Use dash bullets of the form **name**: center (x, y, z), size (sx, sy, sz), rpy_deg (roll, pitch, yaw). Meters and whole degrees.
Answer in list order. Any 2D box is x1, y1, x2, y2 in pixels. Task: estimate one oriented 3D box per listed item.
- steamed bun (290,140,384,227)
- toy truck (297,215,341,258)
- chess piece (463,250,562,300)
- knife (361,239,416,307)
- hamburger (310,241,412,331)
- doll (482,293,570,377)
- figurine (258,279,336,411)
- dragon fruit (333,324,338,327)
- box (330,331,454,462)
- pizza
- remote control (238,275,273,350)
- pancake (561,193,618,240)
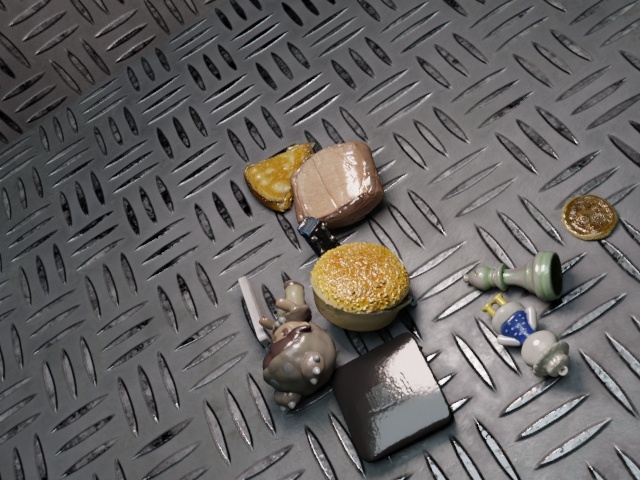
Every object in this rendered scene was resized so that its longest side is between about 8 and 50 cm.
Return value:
- **steamed bun**: center (0.062, -0.165, 2.226), size (0.301, 0.199, 0.251), rpy_deg (-25, 70, 19)
- **toy truck**: center (0.000, 0.000, 2.134), size (0.088, 0.201, 0.074), rpy_deg (26, 73, 38)
- **chess piece**: center (0.532, 0.103, 1.904), size (0.272, 0.139, 0.139), rpy_deg (-3, 58, 33)
- **knife**: center (0.210, 0.097, 2.101), size (0.044, 0.019, 0.313), rpy_deg (-33, 52, -9)
- **hamburger**: center (0.114, 0.126, 1.966), size (0.302, 0.170, 0.302), rpy_deg (7, 35, -5)
- **doll**: center (0.554, 0.256, 1.800), size (0.138, 0.119, 0.293), rpy_deg (-44, 47, 3)
- **figurine**: center (-0.070, 0.298, 1.986), size (0.248, 0.203, 0.380), rpy_deg (-50, 33, 33)
- **dragon fruit**: center (0.069, 0.225, 2.043), size (0.112, 0.126, 0.068), rpy_deg (18, 112, 25)
- **box**: center (0.192, 0.433, 1.863), size (0.289, 0.073, 0.290), rpy_deg (-29, 53, 5)
- **pizza**: center (-0.159, -0.246, 2.436), size (0.251, 0.074, 0.287), rpy_deg (18, 67, 30)
- **remote control**: center (-0.201, 0.230, 2.140), size (0.034, 0.103, 0.250), rpy_deg (-27, 54, 3)
- **pancake**: center (0.780, -0.069, 1.952), size (0.158, 0.028, 0.158), rpy_deg (-9, 58, 15)
